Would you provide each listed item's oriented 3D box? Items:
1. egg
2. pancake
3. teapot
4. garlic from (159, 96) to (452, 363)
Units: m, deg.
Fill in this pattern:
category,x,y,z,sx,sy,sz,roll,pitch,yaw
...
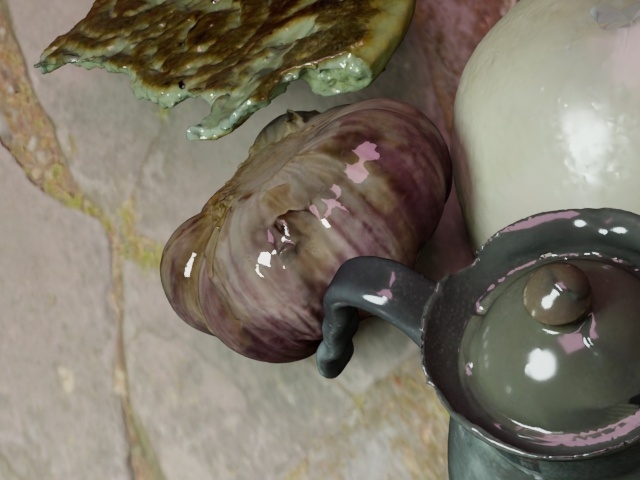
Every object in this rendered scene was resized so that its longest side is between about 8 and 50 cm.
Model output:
category,x,y,z,sx,sy,sz,roll,pitch,yaw
egg,0.233,-0.105,1.358,0.337,0.201,0.337,-11,49,13
pancake,-0.053,-0.192,1.531,0.305,0.067,0.426,-40,34,-17
teapot,0.152,0.083,1.182,0.223,0.285,0.305,-35,51,-9
garlic,0.000,0.000,1.383,0.245,0.160,0.245,-32,22,14
